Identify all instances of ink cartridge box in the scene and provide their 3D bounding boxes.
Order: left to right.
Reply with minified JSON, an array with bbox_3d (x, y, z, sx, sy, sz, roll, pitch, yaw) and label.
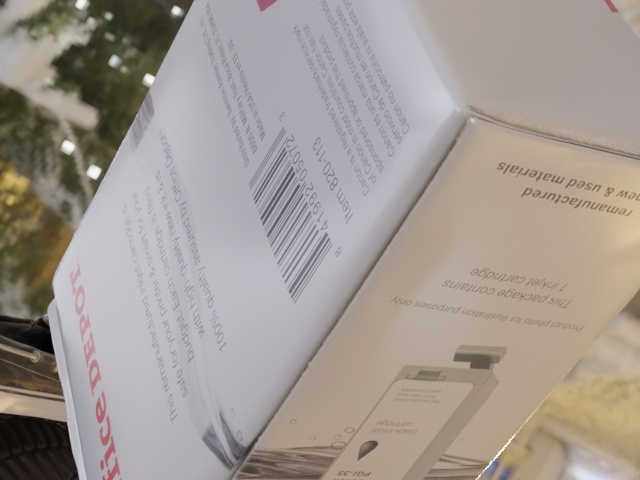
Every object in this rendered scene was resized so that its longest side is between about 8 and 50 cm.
[{"bbox_3d":[0.000,0.000,0.562,0.117,0.283,0.207,10,-140,-30],"label":"ink cartridge box"}]

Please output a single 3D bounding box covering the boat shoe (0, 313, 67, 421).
[{"bbox_3d":[-0.283,0.125,1.473,0.306,0.105,0.113,17,-165,-46],"label":"boat shoe"}]

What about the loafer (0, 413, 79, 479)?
[{"bbox_3d":[-0.406,0.289,1.440,0.134,0.366,0.130,55,141,19],"label":"loafer"}]
